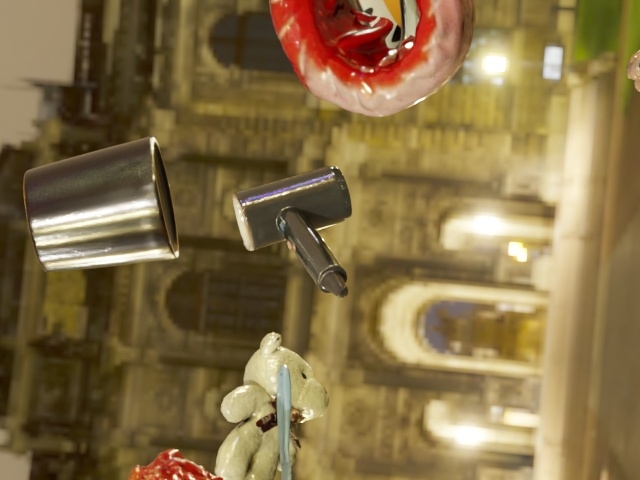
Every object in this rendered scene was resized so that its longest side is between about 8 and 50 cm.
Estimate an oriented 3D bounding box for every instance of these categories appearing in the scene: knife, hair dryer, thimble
[{"bbox_3d":[-0.048,0.325,2.140,0.044,0.019,0.313,139,134,-62],"label":"knife"},{"bbox_3d":[0.000,0.000,1.646,0.255,0.128,0.070,-128,24,-57],"label":"hair dryer"},{"bbox_3d":[0.047,-0.205,1.313,0.125,0.163,0.189,-35,-65,-71],"label":"thimble"}]

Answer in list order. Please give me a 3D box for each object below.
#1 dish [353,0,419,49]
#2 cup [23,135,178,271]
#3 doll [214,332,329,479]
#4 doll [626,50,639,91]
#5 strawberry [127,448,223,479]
[{"bbox_3d":[0.105,-0.375,1.876,0.303,0.120,0.303,163,90,-80],"label":"dish"},{"bbox_3d":[-0.288,-0.023,2.045,0.239,0.177,0.166,79,180,-61],"label":"cup"},{"bbox_3d":[-0.079,0.304,2.505,0.175,0.149,0.278,86,-158,-57],"label":"doll"},{"bbox_3d":[0.443,-0.150,1.461,0.303,0.201,0.156,5,-104,-53],"label":"doll"},{"bbox_3d":[-0.172,0.362,1.892,0.187,0.184,0.201,-44,61,45],"label":"strawberry"}]
